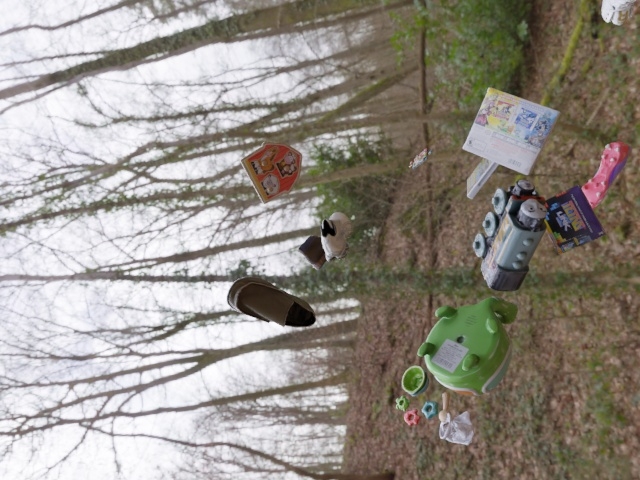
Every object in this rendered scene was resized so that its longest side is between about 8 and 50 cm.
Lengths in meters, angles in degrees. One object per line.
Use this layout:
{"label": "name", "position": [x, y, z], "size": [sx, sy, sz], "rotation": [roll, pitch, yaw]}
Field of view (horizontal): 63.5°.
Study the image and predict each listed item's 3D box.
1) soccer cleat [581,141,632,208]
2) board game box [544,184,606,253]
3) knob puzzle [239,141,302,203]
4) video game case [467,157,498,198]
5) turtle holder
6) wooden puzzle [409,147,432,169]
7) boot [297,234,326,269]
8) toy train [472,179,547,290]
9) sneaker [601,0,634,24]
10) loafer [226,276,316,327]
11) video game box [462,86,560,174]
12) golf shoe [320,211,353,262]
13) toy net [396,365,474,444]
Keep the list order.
{"label": "soccer cleat", "position": [0.959, -0.210, 1.733], "size": [0.083, 0.095, 0.247], "rotation": [50, 132, 53]}
{"label": "board game box", "position": [0.761, -0.063, 1.579], "size": [0.048, 0.141, 0.170], "rotation": [1, -117, -56]}
{"label": "knob puzzle", "position": [-0.139, -0.235, 1.690], "size": [0.030, 0.213, 0.213], "rotation": [31, 146, 60]}
{"label": "video game case", "position": [0.586, -0.262, 1.816], "size": [0.026, 0.206, 0.227], "rotation": [33, -154, 1]}
{"label": "turtle holder", "position": [0.463, 0.317, 1.575], "size": [0.227, 0.244, 0.320], "rotation": [49, -136, -32]}
{"label": "wooden puzzle", "position": [0.266, -0.218, 1.378], "size": [0.006, 0.083, 0.049], "rotation": [36, -140, -19]}
{"label": "boot", "position": [0.000, 0.000, 1.889], "size": [0.106, 0.082, 0.219], "rotation": [38, -134, -8]}
{"label": "toy train", "position": [0.554, -0.008, 1.495], "size": [0.190, 0.143, 0.333], "rotation": [-95, 10, -46]}
{"label": "sneaker", "position": [0.933, -0.729, 1.555], "size": [0.292, 0.108, 0.169], "rotation": [-81, -22, -51]}
{"label": "loafer", "position": [-0.106, 0.152, 1.233], "size": [0.251, 0.087, 0.094], "rotation": [20, -93, -37]}
{"label": "video game box", "position": [0.536, -0.310, 1.462], "size": [0.048, 0.205, 0.186], "rotation": [-20, -46, -56]}
{"label": "golf shoe", "position": [0.035, -0.031, 1.259], "size": [0.176, 0.069, 0.086], "rotation": [-86, -27, -53]}
{"label": "toy net", "position": [0.248, 0.387, 1.170], "size": [0.045, 0.122, 0.232], "rotation": [39, 180, -29]}
